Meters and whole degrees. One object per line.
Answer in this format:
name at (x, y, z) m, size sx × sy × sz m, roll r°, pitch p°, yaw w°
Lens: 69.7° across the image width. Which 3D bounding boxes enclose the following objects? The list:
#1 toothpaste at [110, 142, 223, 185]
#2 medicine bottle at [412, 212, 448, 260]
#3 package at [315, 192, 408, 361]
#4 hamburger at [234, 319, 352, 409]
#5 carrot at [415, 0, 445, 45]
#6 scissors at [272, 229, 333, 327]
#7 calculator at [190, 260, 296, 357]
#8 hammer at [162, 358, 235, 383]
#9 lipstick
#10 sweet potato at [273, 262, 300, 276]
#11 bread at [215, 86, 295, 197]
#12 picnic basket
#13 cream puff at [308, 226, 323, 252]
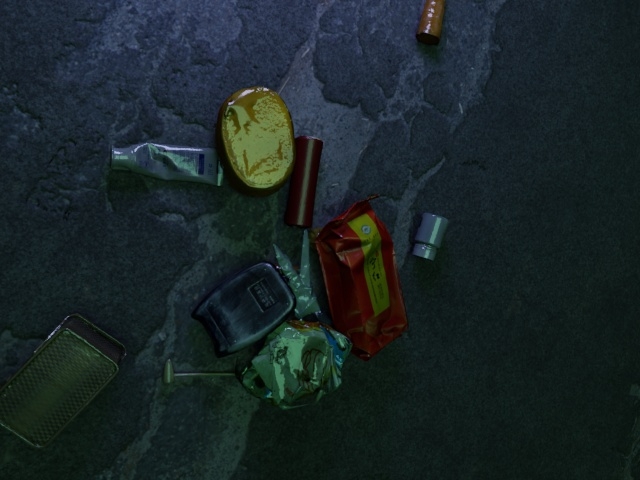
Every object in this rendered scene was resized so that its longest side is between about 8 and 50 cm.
toothpaste at (-0.369, -0.191, 1.126) m, size 0.266 × 0.061 × 0.096 m, roll 2°, pitch 93°, yaw -26°
medicine bottle at (0.321, -0.010, 1.354) m, size 0.080 × 0.080 × 0.130 m, roll 19°, pitch 89°, yaw -19°
package at (0.115, 0.101, 1.242) m, size 0.196 × 0.123 × 0.423 m, roll -26°, pitch 108°, yaw -41°
hamburger at (-0.063, 0.339, 1.190) m, size 0.260 × 0.150 × 0.276 m, roll 28°, pitch 98°, yaw -22°
carrot at (0.327, -0.664, 1.312) m, size 0.072 × 0.072 × 0.205 m, roll 16°, pitch 83°, yaw -19°
scissors at (-0.038, 0.159, 1.240) m, size 0.256 × 0.029 × 0.383 m, roll -17°, pitch 111°, yaw -16°
calculator at (-0.187, 0.169, 1.153) m, size 0.268 × 0.040 × 0.177 m, roll -35°, pitch 83°, yaw 0°
hammer at (-0.310, 0.341, 1.207) m, size 0.195 × 0.028 × 0.060 m, roll 6°, pitch 86°, yaw -22°
lipstick at (-0.045, -0.153, 1.220) m, size 0.080 × 0.080 × 0.241 m, roll 6°, pitch 93°, yaw -19°
sweet potato at (-0.173, 0.111, 1.213) m, size 0.255 × 0.058 × 0.078 m, roll -27°, pitch 124°, yaw -11°
bread at (-0.158, -0.243, 1.139) m, size 0.195 × 0.142 × 0.270 m, roll -10°, pitch 96°, yaw -15°
picnic basket at (-0.594, 0.311, 1.043) m, size 0.165 × 0.139 × 0.267 m, roll 45°, pitch 81°, yaw -17°
cream puff at (0.000, 0.000, 1.258) m, size 0.083 × 0.058 × 0.083 m, roll 44°, pitch 80°, yaw -19°
